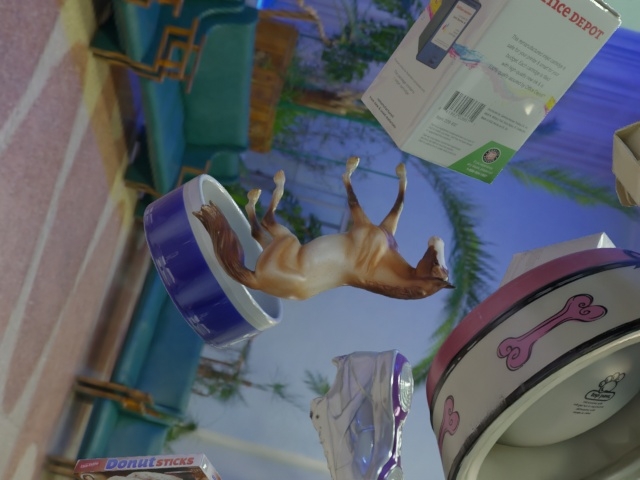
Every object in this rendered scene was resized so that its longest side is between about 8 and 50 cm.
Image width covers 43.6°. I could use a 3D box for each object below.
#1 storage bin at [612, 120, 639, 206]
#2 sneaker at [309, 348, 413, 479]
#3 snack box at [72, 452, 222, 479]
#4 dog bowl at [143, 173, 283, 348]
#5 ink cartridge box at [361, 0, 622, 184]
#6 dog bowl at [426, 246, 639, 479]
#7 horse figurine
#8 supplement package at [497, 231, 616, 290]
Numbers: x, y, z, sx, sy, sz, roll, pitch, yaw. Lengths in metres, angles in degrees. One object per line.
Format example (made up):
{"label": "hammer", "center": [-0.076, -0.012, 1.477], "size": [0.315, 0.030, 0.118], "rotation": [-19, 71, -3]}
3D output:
{"label": "storage bin", "center": [0.450, -0.029, 0.762], "size": [0.262, 0.260, 0.123], "rotation": [-98, 177, -54]}
{"label": "sneaker", "center": [0.051, 0.313, 1.210], "size": [0.114, 0.152, 0.305], "rotation": [49, 47, -54]}
{"label": "snack box", "center": [-0.217, 0.296, 1.005], "size": [0.022, 0.178, 0.064], "rotation": [-80, 155, -45]}
{"label": "dog bowl", "center": [-0.166, 0.034, 1.273], "size": [0.265, 0.104, 0.265], "rotation": [61, 8, -15]}
{"label": "ink cartridge box", "center": [0.169, -0.178, 0.796], "size": [0.212, 0.154, 0.093], "rotation": [-53, -134, 25]}
{"label": "dog bowl", "center": [0.311, 0.178, 0.986], "size": [0.150, 0.408, 0.408], "rotation": [-117, -149, -43]}
{"label": "horse figurine", "center": [0.000, 0.000, 0.844], "size": [0.066, 0.263, 0.174], "rotation": [69, 14, -61]}
{"label": "supplement package", "center": [0.430, 0.120, 1.419], "size": [0.203, 0.149, 0.194], "rotation": [-19, -149, 51]}
